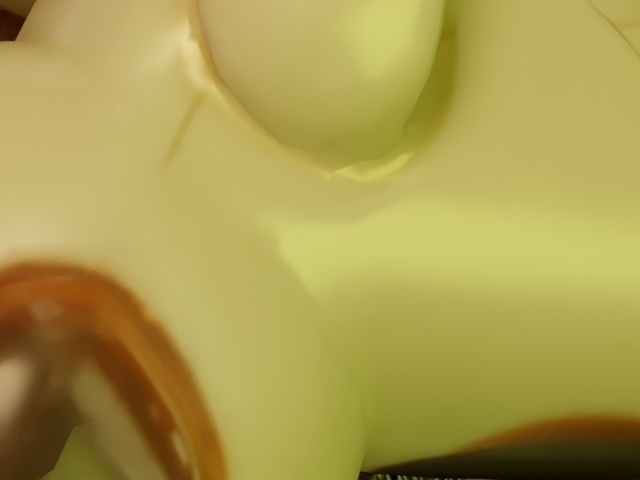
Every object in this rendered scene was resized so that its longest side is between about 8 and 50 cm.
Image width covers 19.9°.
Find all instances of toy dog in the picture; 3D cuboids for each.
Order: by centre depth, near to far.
[{"bbox_3d":[0.000,0.000,0.577,0.408,0.284,0.395,-26,97,-24],"label":"toy dog"}]

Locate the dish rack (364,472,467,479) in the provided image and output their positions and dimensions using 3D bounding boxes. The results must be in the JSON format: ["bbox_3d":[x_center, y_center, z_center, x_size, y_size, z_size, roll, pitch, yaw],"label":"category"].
[{"bbox_3d":[0.012,0.204,0.758,0.271,0.074,0.208,-46,121,-56],"label":"dish rack"}]
